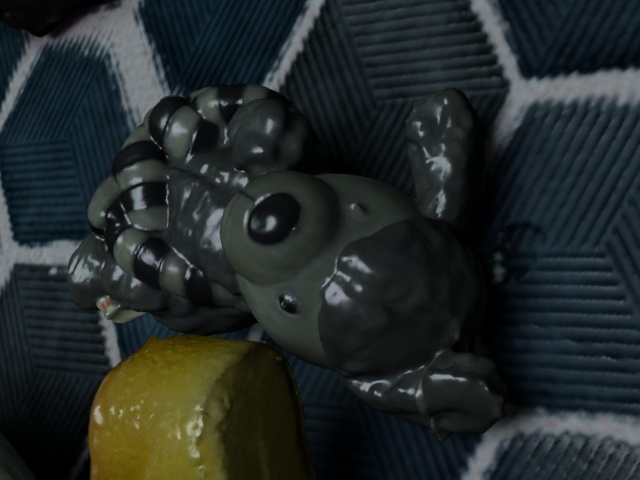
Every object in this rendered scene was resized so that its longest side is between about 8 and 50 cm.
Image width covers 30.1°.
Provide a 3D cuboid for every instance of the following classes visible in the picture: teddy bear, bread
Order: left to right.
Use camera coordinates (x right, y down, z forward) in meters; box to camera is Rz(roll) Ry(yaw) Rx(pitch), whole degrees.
[{"bbox_3d":[-0.044,0.163,0.584,0.094,0.102,0.245,-4,104,35],"label":"bread"},{"bbox_3d":[-0.005,-0.014,0.618,0.251,0.144,0.171,11,73,39],"label":"teddy bear"}]

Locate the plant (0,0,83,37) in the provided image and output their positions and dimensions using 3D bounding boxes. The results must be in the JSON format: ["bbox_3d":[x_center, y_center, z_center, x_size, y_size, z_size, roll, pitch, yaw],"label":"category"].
[{"bbox_3d":[-0.232,-0.227,0.879,0.194,0.129,0.132,-15,69,34],"label":"plant"}]

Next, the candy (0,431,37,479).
[{"bbox_3d":[-0.261,0.283,0.720,0.427,0.186,0.386,36,110,40],"label":"candy"}]
